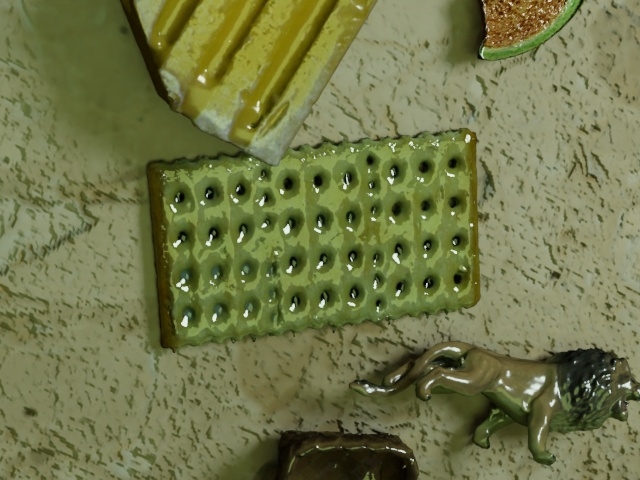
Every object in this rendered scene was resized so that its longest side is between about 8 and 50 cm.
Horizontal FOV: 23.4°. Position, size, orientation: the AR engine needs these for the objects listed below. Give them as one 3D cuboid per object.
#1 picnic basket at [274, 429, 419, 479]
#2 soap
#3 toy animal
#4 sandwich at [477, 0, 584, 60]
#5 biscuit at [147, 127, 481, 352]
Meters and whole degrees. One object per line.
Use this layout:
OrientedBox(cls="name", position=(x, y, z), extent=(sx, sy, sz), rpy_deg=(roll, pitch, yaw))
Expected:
OrientedBox(cls="picnic basket", position=(0.009, 0.226, 1.107), extent=(0.110, 0.055, 0.193), rpy_deg=(3, 103, -15))
OrientedBox(cls="soap", position=(-0.032, -0.180, 0.980), extent=(0.140, 0.073, 0.232), rpy_deg=(29, 96, -15))
OrientedBox(cls="toy animal", position=(0.123, 0.116, 1.102), extent=(0.220, 0.069, 0.086), rpy_deg=(5, 82, -20))
OrientedBox(cls="sandwich", position=(0.148, -0.179, 1.047), extent=(0.067, 0.029, 0.135), rpy_deg=(25, 99, -12))
OrientedBox(cls="biscuit", position=(0.000, 0.000, 1.067), extent=(0.231, 0.016, 0.139), rpy_deg=(-6, 104, -12))
